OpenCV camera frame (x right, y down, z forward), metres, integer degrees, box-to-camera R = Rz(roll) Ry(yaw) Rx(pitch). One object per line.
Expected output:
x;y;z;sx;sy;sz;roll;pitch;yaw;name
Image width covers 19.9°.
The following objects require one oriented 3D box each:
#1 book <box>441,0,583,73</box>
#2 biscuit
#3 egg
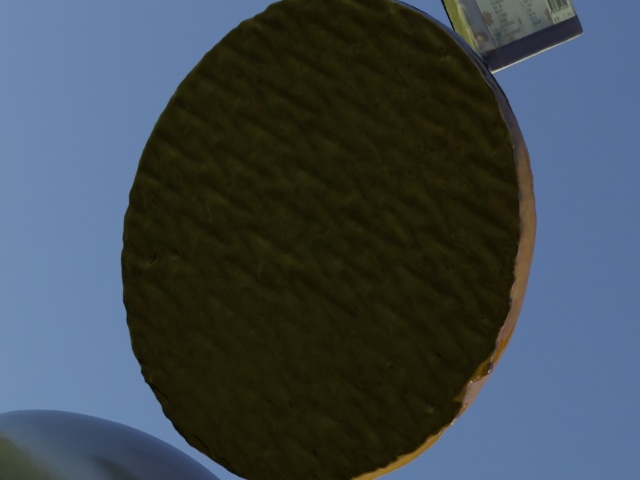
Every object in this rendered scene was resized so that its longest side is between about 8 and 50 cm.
0.115;-0.245;1.371;0.026;0.157;0.231;-19;-85;38;book
0.001;0.000;0.932;0.262;0.037;0.262;-8;-104;36;biscuit
-0.126;0.193;1.032;0.232;0.176;0.176;38;-36;-1;egg
